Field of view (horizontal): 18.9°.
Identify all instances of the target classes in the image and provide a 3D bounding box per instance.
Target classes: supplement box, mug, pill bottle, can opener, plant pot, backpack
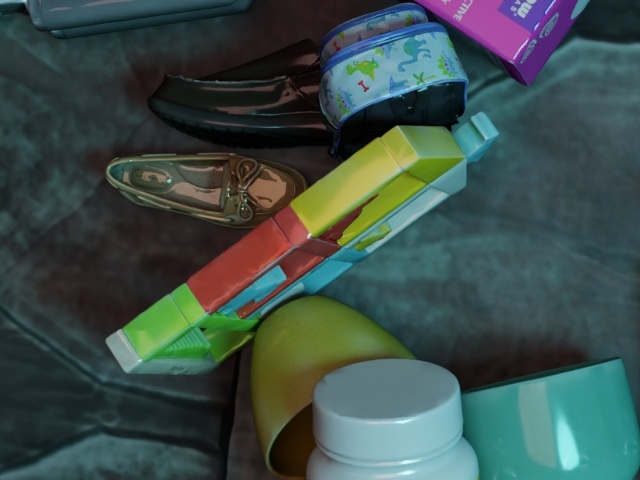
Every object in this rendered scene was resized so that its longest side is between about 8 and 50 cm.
[{"bbox_3d":[0.089,-0.222,1.393,0.220,0.114,0.111,35,94,11],"label":"supplement box"},{"bbox_3d":[0.154,0.145,1.357,0.129,0.158,0.097,-12,86,-22],"label":"mug"},{"bbox_3d":[0.051,0.194,1.303,0.119,0.119,0.209,0,111,13],"label":"pill bottle"},{"bbox_3d":[-0.196,-0.206,1.476,0.283,0.076,0.095,-7,86,12],"label":"can opener"},{"bbox_3d":[0.002,0.097,1.396,0.134,0.134,0.095,-35,59,9],"label":"plant pot"},{"bbox_3d":[0.046,-0.114,1.332,0.105,0.114,0.084,-19,80,-5],"label":"backpack"}]

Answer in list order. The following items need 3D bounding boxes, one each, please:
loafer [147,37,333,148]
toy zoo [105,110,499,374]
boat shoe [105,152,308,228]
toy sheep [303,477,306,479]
[{"bbox_3d":[-0.019,-0.111,1.434,0.220,0.080,0.078,3,83,4],"label":"loafer"},{"bbox_3d":[0.000,0.000,1.359,0.293,0.192,0.030,-37,79,9],"label":"toy zoo"},{"bbox_3d":[-0.086,-0.042,1.454,0.153,0.048,0.056,11,89,14],"label":"boat shoe"},{"bbox_3d":[-0.009,0.234,1.402,0.091,0.091,0.132,14,102,14],"label":"toy sheep"}]
